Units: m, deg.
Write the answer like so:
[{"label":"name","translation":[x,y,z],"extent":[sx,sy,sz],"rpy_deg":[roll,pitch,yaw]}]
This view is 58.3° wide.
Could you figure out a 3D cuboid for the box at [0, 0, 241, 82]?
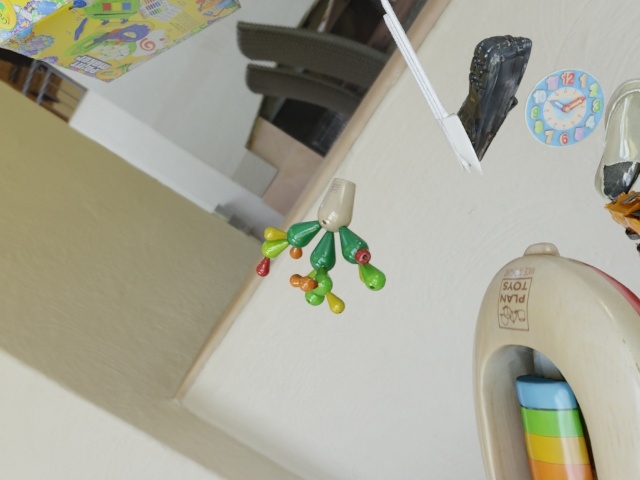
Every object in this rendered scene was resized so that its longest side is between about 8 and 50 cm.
[{"label":"box","translation":[-0.310,-0.395,0.850],"extent":[0.279,0.177,0.290],"rpy_deg":[-26,2,9]}]

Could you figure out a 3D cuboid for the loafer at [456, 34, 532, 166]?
[{"label":"loafer","translation":[0.250,-0.195,0.840],"extent":[0.223,0.078,0.076],"rpy_deg":[92,164,-52]}]

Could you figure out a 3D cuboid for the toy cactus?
[{"label":"toy cactus","translation":[0.000,0.000,0.800],"extent":[0.219,0.112,0.180],"rpy_deg":[12,85,49]}]

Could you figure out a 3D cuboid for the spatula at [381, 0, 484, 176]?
[{"label":"spatula","translation":[0.139,-0.190,0.724],"extent":[0.019,0.242,0.168],"rpy_deg":[-27,6,13]}]

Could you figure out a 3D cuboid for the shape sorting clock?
[{"label":"shape sorting clock","translation":[0.639,-0.344,1.500],"extent":[0.206,0.206,0.040],"rpy_deg":[-56,7,16]}]

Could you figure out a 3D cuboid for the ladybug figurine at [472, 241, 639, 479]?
[{"label":"ladybug figurine","translation":[0.310,0.222,0.664],"extent":[0.305,0.162,0.449],"rpy_deg":[166,98,-72]}]

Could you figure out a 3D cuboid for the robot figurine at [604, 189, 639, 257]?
[{"label":"robot figurine","translation":[0.611,-0.003,0.961],"extent":[0.085,0.211,0.291],"rpy_deg":[-40,12,3]}]

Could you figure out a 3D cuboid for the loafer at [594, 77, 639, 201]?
[{"label":"loafer","translation":[0.627,-0.191,1.166],"extent":[0.092,0.102,0.268],"rpy_deg":[-68,-24,-54]}]
